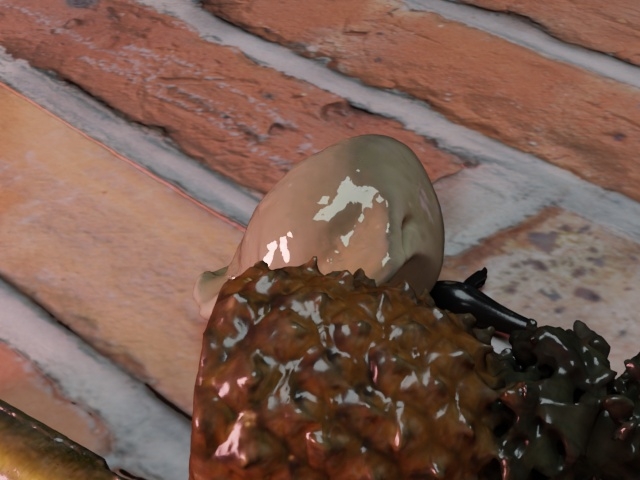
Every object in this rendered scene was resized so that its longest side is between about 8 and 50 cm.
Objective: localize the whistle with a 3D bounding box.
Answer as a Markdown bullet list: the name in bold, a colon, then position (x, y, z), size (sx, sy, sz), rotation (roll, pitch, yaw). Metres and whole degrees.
- **whistle**: position (-0.162, 0.145, 0.728), size (0.326, 0.057, 0.068), rotation (21, 48, 32)

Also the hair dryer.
- **hair dryer**: position (0.124, 0.040, 0.917), size (0.079, 0.031, 0.083), rotation (21, 29, 14)

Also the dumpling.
- **dumpling**: position (0.000, 0.000, 0.902), size (0.179, 0.131, 0.252), rotation (-25, 18, 19)

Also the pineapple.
- **pineapple**: position (0.102, 0.106, 0.706), size (0.340, 0.169, 0.169), rotation (8, 33, 1)
